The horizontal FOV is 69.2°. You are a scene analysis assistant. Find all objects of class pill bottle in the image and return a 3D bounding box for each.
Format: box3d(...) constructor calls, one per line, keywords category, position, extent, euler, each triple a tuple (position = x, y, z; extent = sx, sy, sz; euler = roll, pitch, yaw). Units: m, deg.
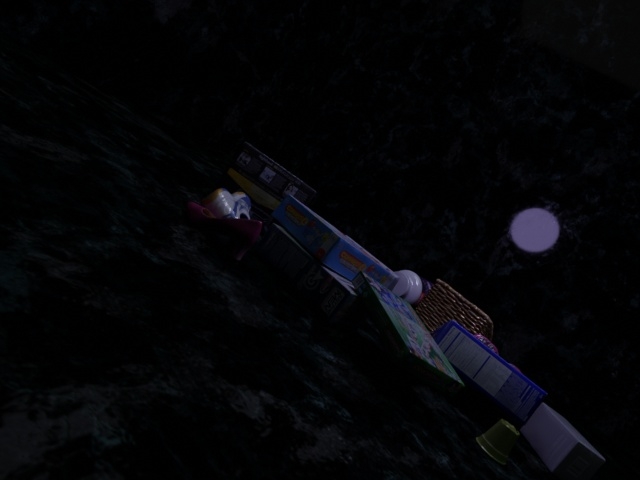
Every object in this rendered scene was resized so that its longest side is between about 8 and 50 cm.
box3d(category="pill bottle", position=(0.443, 0.252, 2.266), extent=(0.181, 0.181, 0.323), euler=(41, 9, 40))

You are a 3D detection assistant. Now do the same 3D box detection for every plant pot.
box3d(category="plant pot", position=(0.431, 0.474, 1.108), extent=(0.083, 0.079, 0.083), euler=(36, 7, -5))

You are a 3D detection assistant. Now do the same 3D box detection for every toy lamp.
box3d(category="toy lamp", position=(0.270, 0.344, 1.219), extent=(0.080, 0.080, 0.275), euler=(40, 7, 32))

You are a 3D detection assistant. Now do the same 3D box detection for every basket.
box3d(category="basket", position=(0.563, 0.341, 1.919), extent=(0.213, 0.223, 0.299), euler=(28, 9, -48))

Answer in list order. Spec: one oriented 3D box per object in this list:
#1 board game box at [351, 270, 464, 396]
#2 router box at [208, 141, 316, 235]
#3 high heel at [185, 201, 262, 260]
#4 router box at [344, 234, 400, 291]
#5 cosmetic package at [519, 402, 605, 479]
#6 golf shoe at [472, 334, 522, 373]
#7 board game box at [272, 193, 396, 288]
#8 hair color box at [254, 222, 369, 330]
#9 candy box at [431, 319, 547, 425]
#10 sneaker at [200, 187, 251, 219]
box3d(category="board game box", position=(0.209, 0.223, 1.159), extent=(0.213, 0.046, 0.317), euler=(36, 14, -30))
box3d(category="router box", position=(-0.210, -0.168, 1.673), extent=(0.309, 0.243, 0.081), euler=(35, 7, -12))
box3d(category="high heel", position=(-0.258, -0.061, 1.221), extent=(0.244, 0.117, 0.082), euler=(40, 8, 31))
box3d(category="router box", position=(0.095, 0.091, 1.736), extent=(0.301, 0.082, 0.335), euler=(40, 22, 30))
box3d(category="cosmetic package", position=(0.716, 0.610, 1.394), extent=(0.107, 0.127, 0.238), euler=(35, 9, 0))
box3d(category="golf shoe", position=(0.595, 0.458, 1.592), extent=(0.306, 0.115, 0.140), euler=(52, -22, 10))
box3d(category="board game box", position=(0.042, 0.018, 1.429), extent=(0.308, 0.086, 0.302), euler=(34, 5, -44))
box3d(category="hair color box", position=(-0.019, 0.102, 1.329), extent=(0.347, 0.105, 0.174), euler=(40, 6, 34))
box3d(category="candy box", position=(0.467, 0.394, 1.399), extent=(0.317, 0.122, 0.268), euler=(39, -10, 14))
box3d(category="sneaker", position=(-0.271, -0.076, 1.442), extent=(0.131, 0.112, 0.296), euler=(54, 10, 3))
